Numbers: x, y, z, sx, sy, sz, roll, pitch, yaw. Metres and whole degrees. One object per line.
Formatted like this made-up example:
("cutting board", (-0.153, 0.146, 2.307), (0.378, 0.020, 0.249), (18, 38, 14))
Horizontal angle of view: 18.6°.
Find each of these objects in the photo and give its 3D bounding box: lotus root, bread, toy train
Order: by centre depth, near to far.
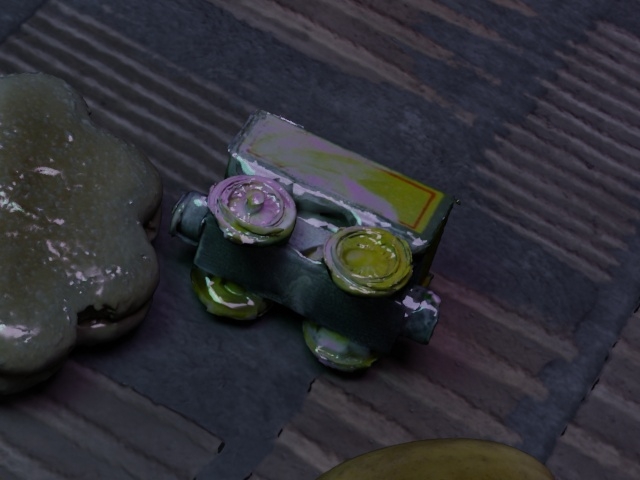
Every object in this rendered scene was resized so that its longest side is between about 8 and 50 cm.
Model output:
("lotus root", (0.056, 0.254, 1.545), (0.310, 0.183, 0.183), (-7, 52, -13))
("bread", (-0.232, -0.008, 1.738), (0.183, 0.102, 0.337), (7, 49, -8))
("toy train", (0.000, 0.000, 1.765), (0.261, 0.134, 0.177), (25, 48, 8))

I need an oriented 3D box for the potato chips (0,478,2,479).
("potato chips", (-0.417, 0.168, 1.568), (0.407, 0.057, 0.080), (14, 44, -2))
